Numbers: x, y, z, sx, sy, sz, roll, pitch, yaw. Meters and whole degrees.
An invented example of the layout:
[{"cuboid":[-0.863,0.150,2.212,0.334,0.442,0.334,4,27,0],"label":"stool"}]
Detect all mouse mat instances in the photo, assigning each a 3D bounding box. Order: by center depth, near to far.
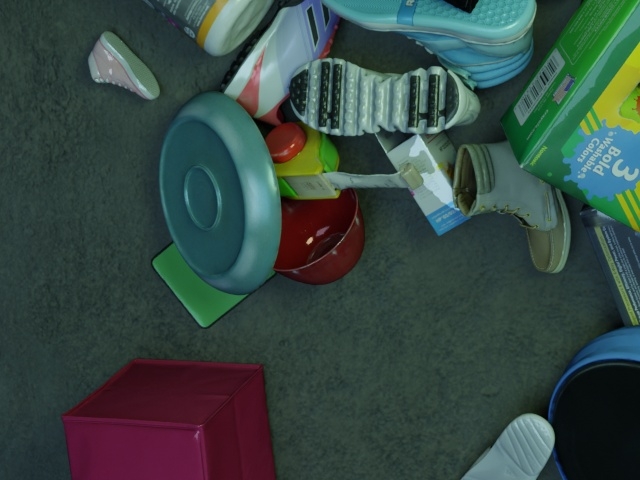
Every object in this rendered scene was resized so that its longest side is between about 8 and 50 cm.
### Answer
[{"cuboid":[-0.176,0.042,2.044,0.189,0.007,0.152,-38,91,25],"label":"mouse mat"}]

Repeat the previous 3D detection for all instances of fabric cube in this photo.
[{"cuboid":[-0.238,0.362,2.028,0.254,0.259,0.258,2,107,21],"label":"fabric cube"}]

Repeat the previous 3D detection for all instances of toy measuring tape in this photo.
[{"cuboid":[0.018,-0.123,1.832,0.330,0.121,0.121,-1,107,37],"label":"toy measuring tape"}]

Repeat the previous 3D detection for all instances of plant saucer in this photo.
[{"cuboid":[-0.167,-0.067,1.893,0.317,0.043,0.318,23,119,49],"label":"plant saucer"}]

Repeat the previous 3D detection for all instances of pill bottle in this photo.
[{"cuboid":[-0.208,-0.414,1.826,0.278,0.162,0.162,40,116,5],"label":"pill bottle"}]

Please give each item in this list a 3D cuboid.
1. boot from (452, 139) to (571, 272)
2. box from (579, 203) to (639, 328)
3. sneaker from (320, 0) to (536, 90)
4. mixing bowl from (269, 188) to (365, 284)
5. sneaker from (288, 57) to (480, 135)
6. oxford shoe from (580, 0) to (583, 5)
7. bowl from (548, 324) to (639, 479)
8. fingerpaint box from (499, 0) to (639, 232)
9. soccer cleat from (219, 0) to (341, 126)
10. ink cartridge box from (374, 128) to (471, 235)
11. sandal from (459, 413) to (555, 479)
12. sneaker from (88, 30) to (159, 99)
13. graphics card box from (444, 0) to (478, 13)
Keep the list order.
[{"cuboid":[0.270,-0.045,1.761,0.077,0.165,0.213,10,110,58],"label":"boot"},{"cuboid":[0.582,0.078,1.726,0.318,0.097,0.395,-21,99,23],"label":"box"},{"cuboid":[0.149,-0.297,1.720,0.319,0.208,0.127,19,76,22],"label":"sneaker"},{"cuboid":[0.000,0.000,1.893,0.181,0.181,0.098,-19,134,24],"label":"mixing bowl"},{"cuboid":[0.089,-0.196,1.759,0.292,0.118,0.110,11,97,31],"label":"sneaker"},{"cuboid":[0.394,-0.335,1.666,0.082,0.096,0.227,17,113,13],"label":"oxford shoe"},{"cuboid":[0.489,0.309,1.747,0.391,0.077,0.391,29,134,35],"label":"bowl"},{"cuboid":[0.495,-0.206,1.465,0.371,0.163,0.445,27,113,-16],"label":"fingerpaint box"},{"cuboid":[-0.022,-0.307,1.834,0.116,0.109,0.318,34,116,-13],"label":"soccer cleat"},{"cuboid":[0.161,-0.109,1.816,0.061,0.104,0.181,-31,95,26],"label":"ink cartridge box"},{"cuboid":[0.299,0.351,1.921,0.102,0.076,0.265,40,130,13],"label":"sandal"},{"cuboid":[-0.317,-0.262,1.976,0.134,0.051,0.070,49,118,4],"label":"sneaker"},{"cuboid":[0.184,-0.504,1.594,0.232,0.094,0.371,28,80,9],"label":"graphics card box"}]
